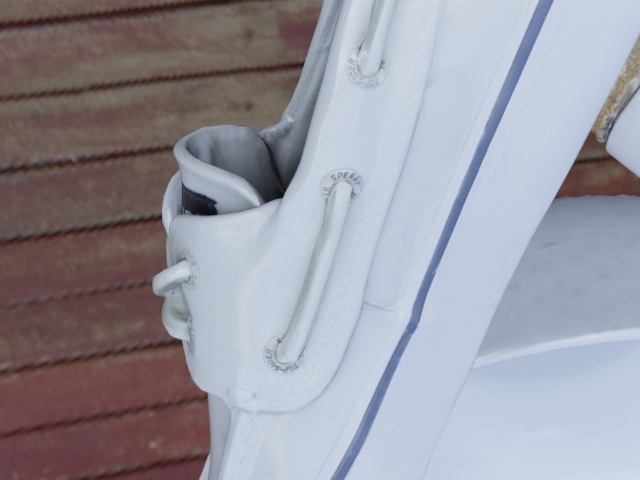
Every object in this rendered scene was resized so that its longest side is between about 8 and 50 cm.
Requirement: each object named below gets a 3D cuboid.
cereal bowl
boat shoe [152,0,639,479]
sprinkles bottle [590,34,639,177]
[{"bbox_3d":[0.128,0.084,0.803,0.339,0.141,0.339,-2,143,-2],"label":"cereal bowl"},{"bbox_3d":[0.000,0.000,0.386,0.088,0.096,0.267,21,113,-10],"label":"boat shoe"},{"bbox_3d":[0.184,-0.202,1.268,0.121,0.355,0.121,-43,162,-18],"label":"sprinkles bottle"}]
